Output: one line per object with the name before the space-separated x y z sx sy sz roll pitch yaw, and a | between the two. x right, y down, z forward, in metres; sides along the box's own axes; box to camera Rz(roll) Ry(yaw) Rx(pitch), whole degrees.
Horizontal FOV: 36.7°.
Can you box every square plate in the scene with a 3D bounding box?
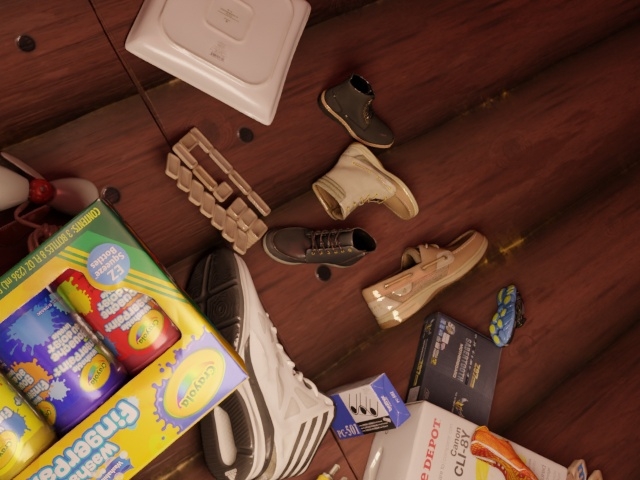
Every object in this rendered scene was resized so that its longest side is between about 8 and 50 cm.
square plate | -0.200 -0.466 2.051 0.347 0.049 0.344 27 62 -20

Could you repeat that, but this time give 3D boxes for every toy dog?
toy dog | -0.571 -0.074 1.675 0.333 0.161 0.220 32 57 -35

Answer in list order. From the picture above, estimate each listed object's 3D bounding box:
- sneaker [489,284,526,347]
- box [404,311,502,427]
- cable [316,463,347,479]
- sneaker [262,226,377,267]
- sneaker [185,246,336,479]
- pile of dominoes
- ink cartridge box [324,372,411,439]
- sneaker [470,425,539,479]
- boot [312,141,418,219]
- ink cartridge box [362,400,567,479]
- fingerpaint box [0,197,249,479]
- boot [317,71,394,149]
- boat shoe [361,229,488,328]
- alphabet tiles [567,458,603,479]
sneaker | 0.431 0.175 2.170 0.078 0.067 0.188 48 34 -15
box | 0.287 0.296 2.071 0.183 0.059 0.233 30 59 -20
cable | -0.042 0.543 1.757 0.287 0.072 0.139 -33 109 -21
sneaker | 0.000 0.000 1.971 0.222 0.118 0.083 6 71 -28
sneaker | -0.115 0.242 1.837 0.257 0.169 0.448 16 57 -47
pile of dominoes | -0.211 -0.091 1.906 0.251 0.040 0.196 48 29 -8
ink cartridge box | 0.079 0.323 1.858 0.046 0.207 0.097 -33 92 -34
sneaker | 0.369 0.427 1.888 0.175 0.064 0.067 43 45 -13
boot | 0.097 -0.090 2.083 0.213 0.077 0.165 45 57 -4
ink cartridge box | 0.285 0.526 1.937 0.384 0.160 0.279 28 62 -19
fingerpaint box | -0.400 0.212 1.537 0.445 0.163 0.371 -39 97 -5
boot | 0.105 -0.281 2.112 0.198 0.137 0.077 29 62 -20
boat shoe | 0.232 0.057 2.085 0.341 0.121 0.110 -36 94 -32
alphabet tiles | 0.566 0.629 2.087 0.278 0.021 0.284 -24 102 -51
